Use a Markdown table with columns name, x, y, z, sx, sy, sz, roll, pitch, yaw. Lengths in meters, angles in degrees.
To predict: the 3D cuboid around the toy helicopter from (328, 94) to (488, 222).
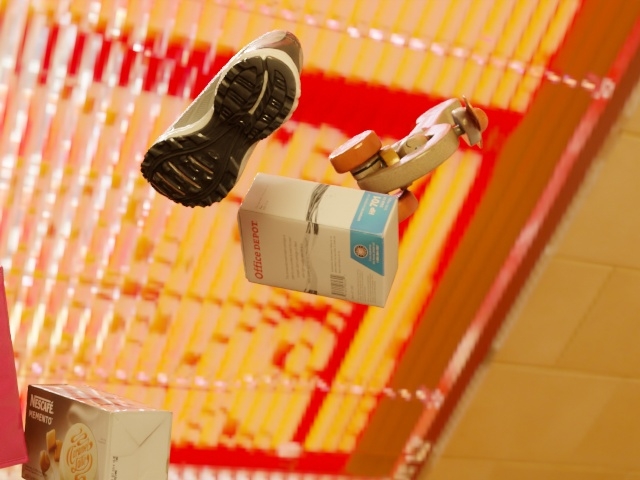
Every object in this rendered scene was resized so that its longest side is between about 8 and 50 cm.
| name | x | y | z | sx | sy | sz | roll | pitch | yaw |
| --- | --- | --- | --- | --- | --- | --- | --- | --- | --- |
| toy helicopter | 0.177 | -0.167 | 1.901 | 0.235 | 0.140 | 0.355 | -28 | -169 | 27 |

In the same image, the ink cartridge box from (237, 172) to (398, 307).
| name | x | y | z | sx | sy | sz | roll | pitch | yaw |
| --- | --- | --- | --- | --- | --- | --- | --- | --- | --- |
| ink cartridge box | 0.000 | 0.000 | 1.538 | 0.139 | 0.191 | 0.082 | 86 | 21 | -46 |

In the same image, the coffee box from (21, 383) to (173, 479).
| name | x | y | z | sx | sy | sz | roll | pitch | yaw |
| --- | --- | --- | --- | --- | --- | --- | --- | --- | --- |
| coffee box | -0.310 | 0.281 | 1.631 | 0.246 | 0.098 | 0.141 | 6 | -89 | 51 |

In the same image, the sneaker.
| name | x | y | z | sx | sy | sz | roll | pitch | yaw |
| --- | --- | --- | --- | --- | --- | --- | --- | --- | --- |
| sneaker | -0.104 | -0.132 | 1.342 | 0.271 | 0.100 | 0.108 | -40 | -162 | 37 |

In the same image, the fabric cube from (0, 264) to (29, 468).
| name | x | y | z | sx | sy | sz | roll | pitch | yaw |
| --- | --- | --- | --- | --- | --- | --- | --- | --- | --- |
| fabric cube | -0.558 | 0.180 | 1.540 | 0.254 | 0.259 | 0.258 | -6 | -89 | 51 |
